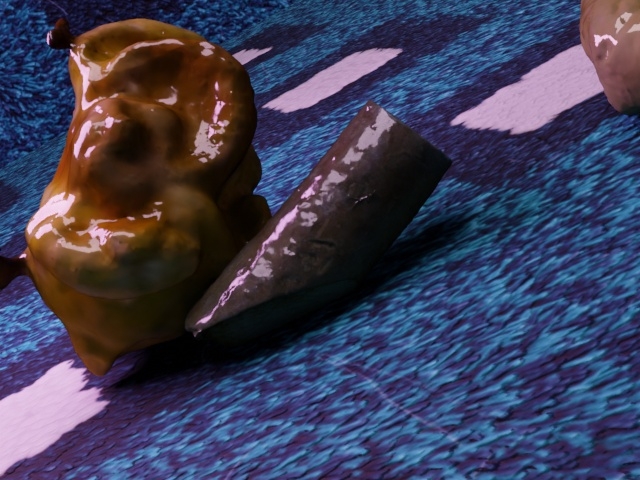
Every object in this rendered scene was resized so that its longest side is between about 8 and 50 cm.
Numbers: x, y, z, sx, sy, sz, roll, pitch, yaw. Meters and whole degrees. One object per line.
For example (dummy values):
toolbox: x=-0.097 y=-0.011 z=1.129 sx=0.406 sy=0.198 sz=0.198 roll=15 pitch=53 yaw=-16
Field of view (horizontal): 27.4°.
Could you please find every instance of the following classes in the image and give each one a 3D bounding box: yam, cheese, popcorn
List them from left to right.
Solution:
popcorn: x=-0.150 y=-0.035 z=1.205 sx=0.297 sy=0.281 sz=0.316 roll=-89 pitch=20 yaw=-69
yam: x=0.000 y=0.000 z=1.110 sx=0.259 sy=0.106 sz=0.106 roll=-51 pitch=19 yaw=-3
cheese: x=0.342 y=-0.198 z=1.158 sx=0.214 sy=0.117 sz=0.226 roll=-16 pitch=25 yaw=23
